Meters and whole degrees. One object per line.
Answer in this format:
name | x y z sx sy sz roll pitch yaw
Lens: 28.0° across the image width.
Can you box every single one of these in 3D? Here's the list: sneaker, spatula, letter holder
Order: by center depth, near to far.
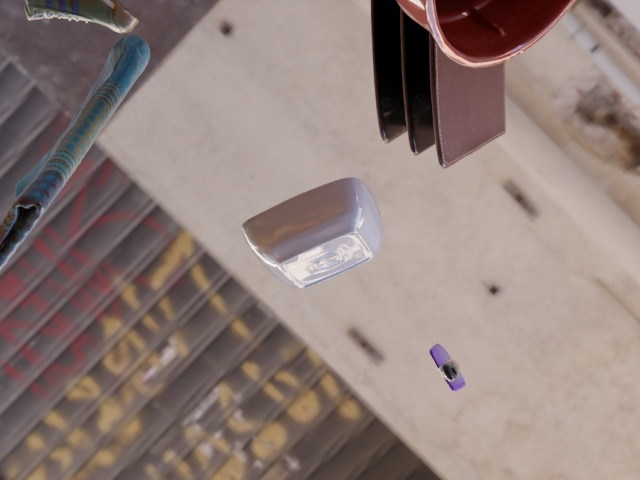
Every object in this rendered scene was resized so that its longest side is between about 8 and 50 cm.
sneaker | -0.322 -0.297 1.561 0.086 0.192 0.064 -51 -164 6
letter holder | 0.145 -0.270 1.772 0.152 0.301 0.214 9 -156 30
spatula | 0.198 0.197 1.981 0.030 0.084 0.296 -31 174 1

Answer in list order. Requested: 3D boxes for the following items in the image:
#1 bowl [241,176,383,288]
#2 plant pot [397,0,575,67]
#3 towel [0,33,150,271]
bowl | 0.000 0.000 1.359 0.142 0.053 0.142 -24 156 6
plant pot | 0.104 -0.345 1.218 0.272 0.265 0.272 -32 142 -29
towel | -0.292 -0.046 1.292 0.271 0.040 0.370 -48 -167 29
